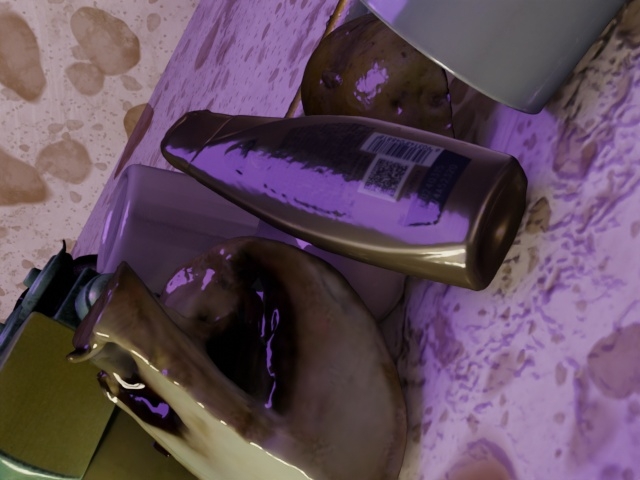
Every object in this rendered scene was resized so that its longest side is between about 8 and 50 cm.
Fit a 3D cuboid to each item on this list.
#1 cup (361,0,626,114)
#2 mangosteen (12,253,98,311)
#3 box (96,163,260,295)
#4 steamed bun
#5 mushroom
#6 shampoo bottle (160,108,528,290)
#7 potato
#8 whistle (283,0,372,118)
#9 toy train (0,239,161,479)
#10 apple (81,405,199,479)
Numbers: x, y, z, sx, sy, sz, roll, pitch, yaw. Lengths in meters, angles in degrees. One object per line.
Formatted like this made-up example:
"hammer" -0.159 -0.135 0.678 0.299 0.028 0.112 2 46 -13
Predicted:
"cup" 0.181 -0.279 0.613 0.312 0.205 0.205 -55 26 25
"mangosteen" -0.389 0.176 1.342 0.233 0.287 0.288 -17 50 31
"box" -0.210 -0.004 1.170 0.291 0.206 0.263 -7 68 65
"steamed bun" 0.000 0.000 0.841 0.177 0.130 0.228 -67 26 3
"mushroom" -0.077 0.122 0.736 0.212 0.291 0.217 -67 11 -25
"shampoo bottle" 0.003 -0.057 0.719 0.350 0.084 0.126 17 71 32
"potato" 0.039 -0.153 0.836 0.272 0.111 0.160 -128 28 -67
"whistle" 0.010 -0.244 1.127 0.327 0.057 0.068 -62 24 11
"toy train" -0.326 0.172 0.926 0.397 0.160 0.253 -36 29 52
"apple" -0.272 0.279 0.977 0.320 0.311 0.360 34 86 32
